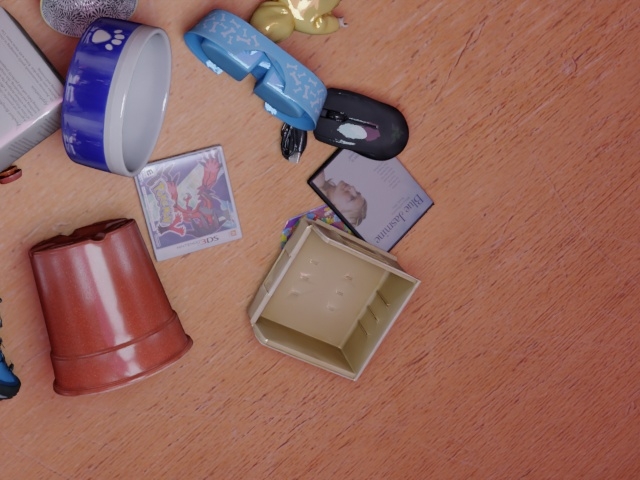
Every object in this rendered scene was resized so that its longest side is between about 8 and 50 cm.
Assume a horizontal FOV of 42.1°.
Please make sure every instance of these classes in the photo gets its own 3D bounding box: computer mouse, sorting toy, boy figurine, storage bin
[{"bbox_3d":[0.063,-0.231,1.686,0.272,0.072,0.189,10,92,-17],"label":"computer mouse"},{"bbox_3d":[-0.599,-0.117,1.518,0.102,0.061,0.042,-34,116,-32],"label":"sorting toy"},{"bbox_3d":[-0.018,-0.467,1.598,0.285,0.092,0.177,-42,111,-2],"label":"boy figurine"},{"bbox_3d":[0.021,0.120,1.744,0.260,0.123,0.262,25,105,-26],"label":"storage bin"}]

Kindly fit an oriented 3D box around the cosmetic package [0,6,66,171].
[{"bbox_3d":[-0.613,-0.200,1.410,0.365,0.155,0.197,-37,94,-4],"label":"cosmetic package"}]

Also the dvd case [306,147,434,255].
[{"bbox_3d":[0.111,-0.102,1.782,0.180,0.022,0.253,-47,115,-7],"label":"dvd case"}]

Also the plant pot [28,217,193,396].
[{"bbox_3d":[-0.407,0.111,1.559,0.272,0.272,0.265,-18,102,-13],"label":"plant pot"}]

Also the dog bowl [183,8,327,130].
[{"bbox_3d":[-0.113,-0.322,1.563,0.297,0.166,0.074,36,80,-13],"label":"dog bowl"}]

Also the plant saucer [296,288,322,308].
[{"bbox_3d":[-0.022,0.116,1.813,0.083,0.015,0.083,-6,108,-18],"label":"plant saucer"}]

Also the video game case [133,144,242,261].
[{"bbox_3d":[-0.264,-0.074,1.667,0.183,0.023,0.201,-16,110,-14],"label":"video game case"}]

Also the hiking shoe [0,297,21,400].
[{"bbox_3d":[-0.643,0.169,1.559,0.132,0.113,0.304,-33,114,-7],"label":"hiking shoe"}]

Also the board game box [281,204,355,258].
[{"bbox_3d":[0.000,0.000,1.777,0.168,0.033,0.133,-23,112,-12],"label":"board game box"}]

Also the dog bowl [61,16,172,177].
[{"bbox_3d":[-0.349,-0.249,1.446,0.104,0.265,0.265,13,102,2],"label":"dog bowl"}]

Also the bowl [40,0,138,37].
[{"bbox_3d":[-0.412,-0.443,1.459,0.170,0.170,0.080,-14,66,-15],"label":"bowl"}]
